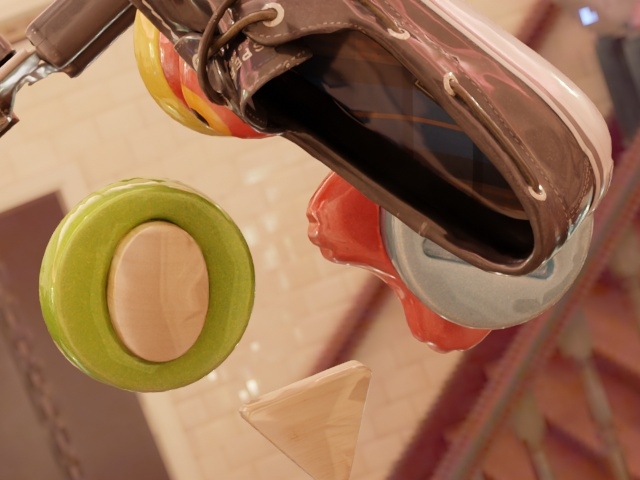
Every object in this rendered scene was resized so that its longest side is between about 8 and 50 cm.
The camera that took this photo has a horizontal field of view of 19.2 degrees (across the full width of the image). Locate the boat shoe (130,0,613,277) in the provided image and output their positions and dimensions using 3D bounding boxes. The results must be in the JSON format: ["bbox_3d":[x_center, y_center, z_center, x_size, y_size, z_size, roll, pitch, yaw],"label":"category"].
[{"bbox_3d":[-0.005,-0.064,0.651,0.080,0.228,0.076,-50,4,40],"label":"boat shoe"}]

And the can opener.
[{"bbox_3d":[-0.225,-0.183,1.560,0.283,0.095,0.076,-43,-10,0],"label":"can opener"}]

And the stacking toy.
[{"bbox_3d":[0.000,0.000,1.118,0.279,0.309,0.130,-59,20,-4],"label":"stacking toy"}]
